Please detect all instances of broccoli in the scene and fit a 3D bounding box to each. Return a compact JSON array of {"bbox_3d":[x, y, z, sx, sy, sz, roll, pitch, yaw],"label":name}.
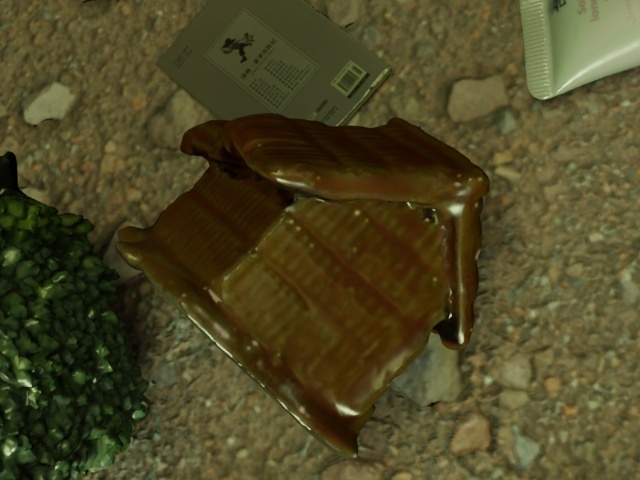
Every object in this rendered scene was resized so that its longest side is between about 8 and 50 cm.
[{"bbox_3d":[-0.275,0.096,0.873,0.338,0.317,0.277,-33,98,-31],"label":"broccoli"}]

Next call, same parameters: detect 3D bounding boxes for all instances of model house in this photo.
[{"bbox_3d":[-0.001,0.001,0.916,0.229,0.219,0.199,-44,25,-2],"label":"model house"}]

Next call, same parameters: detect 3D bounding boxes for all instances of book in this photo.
[{"bbox_3d":[-0.043,-0.148,1.047,0.182,0.014,0.127,41,91,24],"label":"book"}]

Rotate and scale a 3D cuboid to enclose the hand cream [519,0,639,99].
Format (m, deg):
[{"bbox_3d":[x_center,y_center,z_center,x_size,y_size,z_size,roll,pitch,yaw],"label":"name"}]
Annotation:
[{"bbox_3d":[0.317,-0.222,0.902,0.359,0.118,0.185,-10,78,24],"label":"hand cream"}]
